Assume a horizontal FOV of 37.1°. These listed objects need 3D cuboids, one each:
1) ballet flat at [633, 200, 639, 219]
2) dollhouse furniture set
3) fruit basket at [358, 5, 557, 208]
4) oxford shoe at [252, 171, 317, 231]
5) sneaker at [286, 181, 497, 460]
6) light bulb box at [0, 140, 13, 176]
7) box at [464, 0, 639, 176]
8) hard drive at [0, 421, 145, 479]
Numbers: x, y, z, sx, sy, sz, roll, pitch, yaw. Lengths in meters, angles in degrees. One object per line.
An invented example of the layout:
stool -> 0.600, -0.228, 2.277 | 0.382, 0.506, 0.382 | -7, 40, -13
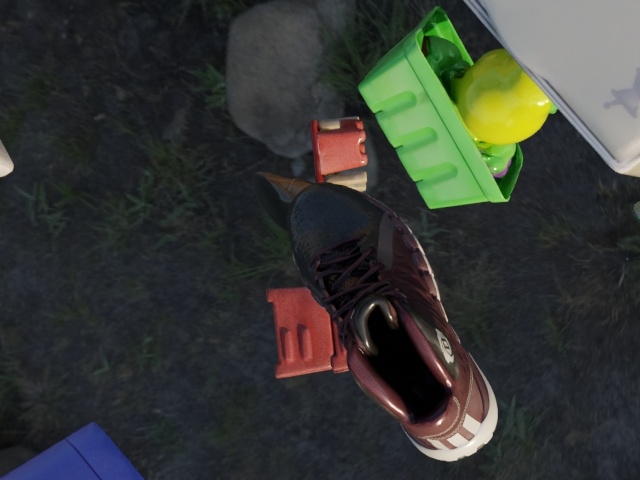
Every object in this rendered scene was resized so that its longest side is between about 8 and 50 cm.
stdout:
ballet flat -> 0.629, -0.030, 1.601 | 0.072, 0.068, 0.213 | -35, 54, -28
dollhouse furniture set -> 0.000, 0.000, 1.328 | 0.152, 0.201, 0.374 | -6, 79, 0
fruit basket -> 0.302, -0.267, 1.807 | 0.392, 0.283, 0.392 | 9, 120, 16
oxford shoe -> -0.022, -0.055, 1.354 | 0.212, 0.076, 0.076 | 30, 141, 45
sneaker -> 0.043, 0.040, 0.772 | 0.106, 0.162, 0.281 | -37, 64, 5
light bulb box -> -0.430, -0.112, 0.501 | 0.358, 0.225, 0.361 | -32, 77, 4
box -> 0.185, -0.120, 0.511 | 0.121, 0.311, 0.148 | -42, 76, 21
hard drive -> -0.225, 0.287, 0.666 | 0.210, 0.318, 0.040 | 46, 135, 15
